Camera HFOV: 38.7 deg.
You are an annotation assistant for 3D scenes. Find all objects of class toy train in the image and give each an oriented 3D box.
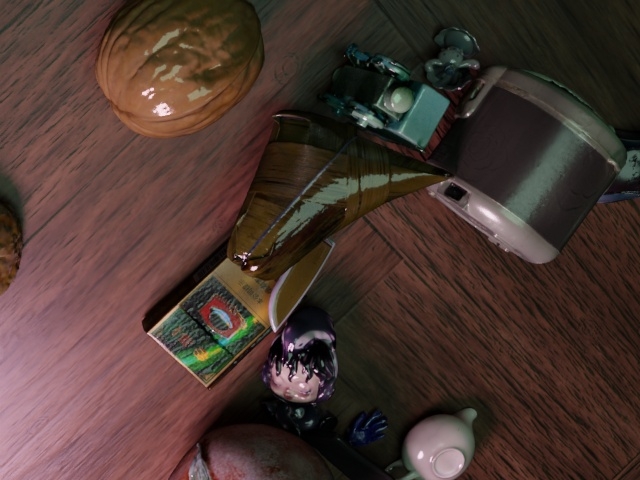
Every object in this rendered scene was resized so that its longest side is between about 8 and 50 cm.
[{"bbox_3d":[0.103,-0.221,1.453,0.163,0.203,0.112,27,95,-32],"label":"toy train"}]

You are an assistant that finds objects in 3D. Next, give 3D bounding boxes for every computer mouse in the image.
[{"bbox_3d":[0.588,-0.140,1.688,0.233,0.096,0.137,-10,110,-13],"label":"computer mouse"}]

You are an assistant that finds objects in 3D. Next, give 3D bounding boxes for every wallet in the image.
[{"bbox_3d":[0.072,0.421,1.697,0.244,0.124,0.025,45,60,-25],"label":"wallet"}]

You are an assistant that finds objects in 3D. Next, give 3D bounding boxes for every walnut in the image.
[{"bbox_3d":[-0.200,-0.269,1.335,0.261,0.225,0.225,-39,114,-8],"label":"walnut"}]

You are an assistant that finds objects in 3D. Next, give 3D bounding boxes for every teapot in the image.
[{"bbox_3d":[0.220,0.410,1.758,0.226,0.092,0.145,-28,113,-3],"label":"teapot"}]

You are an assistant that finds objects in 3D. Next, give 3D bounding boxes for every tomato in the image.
[{"bbox_3d":[-0.118,0.469,1.546,0.282,0.317,0.316,14,105,-50],"label":"tomato"}]

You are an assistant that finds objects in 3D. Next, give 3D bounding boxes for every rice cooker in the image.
[{"bbox_3d":[0.336,-0.133,1.516,0.288,0.288,0.277,33,93,-24],"label":"rice cooker"}]

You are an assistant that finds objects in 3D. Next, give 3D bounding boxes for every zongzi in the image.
[{"bbox_3d":[0.030,-0.044,1.430,0.300,0.138,0.286,19,83,10],"label":"zongzi"}]

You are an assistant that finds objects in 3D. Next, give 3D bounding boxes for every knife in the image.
[{"bbox_3d":[0.001,0.001,1.540,0.061,0.027,0.343,37,78,-31],"label":"knife"}]

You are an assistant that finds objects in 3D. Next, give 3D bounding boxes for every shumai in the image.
[{"bbox_3d":[-0.540,0.037,1.364,0.161,0.153,0.209,37,97,-17],"label":"shumai"}]

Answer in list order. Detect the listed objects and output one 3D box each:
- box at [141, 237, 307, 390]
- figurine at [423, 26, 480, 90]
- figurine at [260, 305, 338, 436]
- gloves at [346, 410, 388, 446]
[{"bbox_3d":[-0.162,0.114,1.547,0.240,0.071,0.159,-44,117,-1],"label":"box"},{"bbox_3d":[0.222,-0.298,1.527,0.086,0.094,0.082,-62,157,-23],"label":"figurine"},{"bbox_3d":[-0.024,0.224,1.603,0.145,0.145,0.222,-6,119,-16],"label":"figurine"},{"bbox_3d":[0.089,0.356,1.730,0.086,0.026,0.064,-18,110,-11],"label":"gloves"}]
